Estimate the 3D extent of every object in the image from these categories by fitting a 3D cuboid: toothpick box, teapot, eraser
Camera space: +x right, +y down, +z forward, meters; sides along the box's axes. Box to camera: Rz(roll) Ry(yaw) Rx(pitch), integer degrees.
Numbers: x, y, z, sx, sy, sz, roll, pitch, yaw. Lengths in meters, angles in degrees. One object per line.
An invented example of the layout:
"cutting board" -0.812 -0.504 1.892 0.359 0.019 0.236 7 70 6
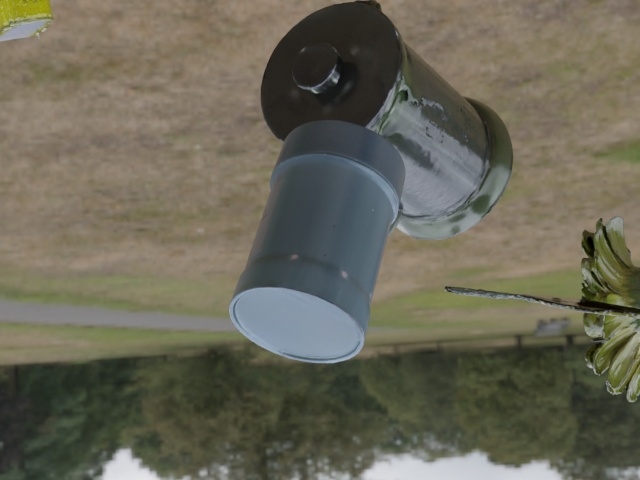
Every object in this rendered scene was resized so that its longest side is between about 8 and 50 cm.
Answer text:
"toothpick box" 0.000 0.000 0.795 0.101 0.153 0.101 12 147 8
"teapot" 0.067 -0.118 1.305 0.200 0.271 0.337 21 175 36
"eraser" -0.431 -0.388 1.463 0.069 0.226 0.158 -16 -172 -28

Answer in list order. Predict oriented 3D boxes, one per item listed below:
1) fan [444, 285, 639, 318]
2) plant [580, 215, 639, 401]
"fan" 0.307 0.076 1.271 0.334 0.011 0.229 7 -179 -13
"plant" 0.538 0.087 1.781 0.297 0.261 0.306 -40 121 11
